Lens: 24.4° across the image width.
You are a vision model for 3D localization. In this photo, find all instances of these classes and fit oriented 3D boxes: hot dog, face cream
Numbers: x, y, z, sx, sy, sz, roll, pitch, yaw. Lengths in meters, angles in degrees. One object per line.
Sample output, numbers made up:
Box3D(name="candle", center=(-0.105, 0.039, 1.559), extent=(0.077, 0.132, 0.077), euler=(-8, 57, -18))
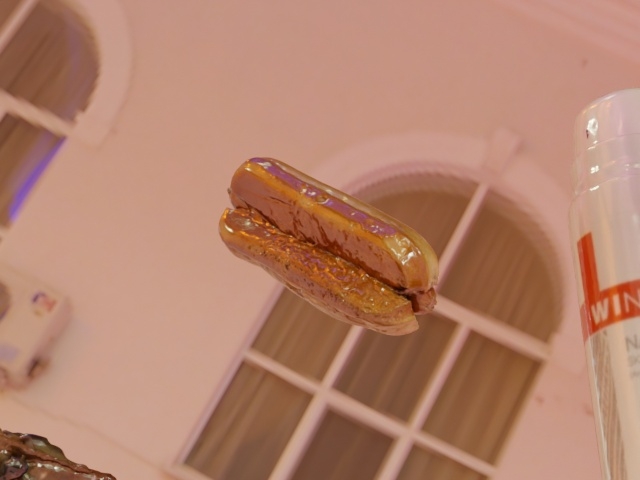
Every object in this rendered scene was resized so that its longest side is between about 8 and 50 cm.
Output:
Box3D(name="hot dog", center=(0.000, 0.000, 1.142), extent=(0.062, 0.092, 0.235), euler=(6, 20, -46))
Box3D(name="face cream", center=(0.227, 0.052, 1.006), extent=(0.102, 0.346, 0.102), euler=(-3, -25, -1))

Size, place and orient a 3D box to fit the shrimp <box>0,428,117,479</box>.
Box3D(name="shrimp", center=(-0.232, 0.143, 0.927), extent=(0.262, 0.066, 0.117), euler=(20, -46, -12))
